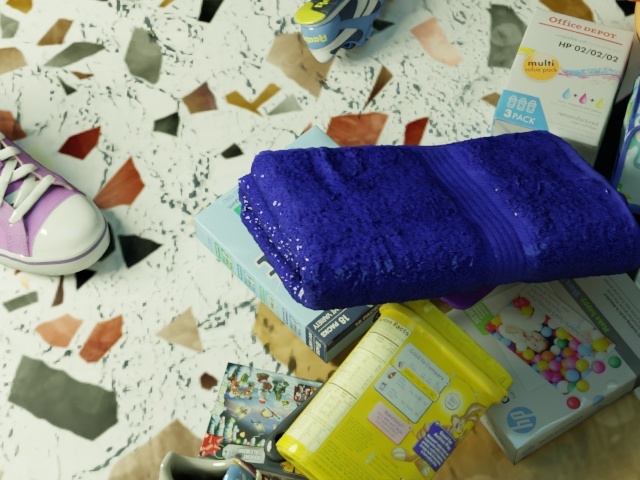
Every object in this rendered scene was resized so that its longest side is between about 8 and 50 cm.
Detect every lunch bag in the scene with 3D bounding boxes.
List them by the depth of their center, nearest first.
[{"bbox_3d":[0.346,-0.086,1.397,0.129,0.096,0.151,15,75,8],"label":"lunch bag"}]

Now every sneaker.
[{"bbox_3d":[-0.050,0.225,1.212,0.186,0.084,0.069,10,46,18],"label":"sneaker"},{"bbox_3d":[-0.325,-0.077,1.375,0.282,0.161,0.102,28,63,16],"label":"sneaker"},{"bbox_3d":[0.031,-0.232,1.518,0.053,0.059,0.144,11,38,44],"label":"sneaker"}]

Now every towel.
[{"bbox_3d":[0.099,-0.029,1.278,0.308,0.076,0.227,-8,26,-17],"label":"towel"}]

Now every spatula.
[{"bbox_3d":[0.058,0.088,1.300,0.084,0.030,0.296,37,72,23],"label":"spatula"}]

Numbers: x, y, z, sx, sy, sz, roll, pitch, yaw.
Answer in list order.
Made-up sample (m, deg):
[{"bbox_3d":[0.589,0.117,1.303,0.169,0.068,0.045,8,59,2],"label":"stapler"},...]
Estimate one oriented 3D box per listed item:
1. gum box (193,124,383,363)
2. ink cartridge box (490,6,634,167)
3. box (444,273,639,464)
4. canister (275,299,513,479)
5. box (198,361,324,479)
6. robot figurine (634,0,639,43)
[{"bbox_3d":[0.000,0.000,1.384,0.157,0.041,0.184,-39,65,-20],"label":"gum box"},{"bbox_3d":[0.242,-0.161,1.458,0.104,0.061,0.181,17,61,11],"label":"ink cartridge box"},{"bbox_3d":[0.207,0.092,1.325,0.186,0.038,0.145,-29,62,-13],"label":"box"},{"bbox_3d":[0.060,0.143,1.231,0.126,0.073,0.170,42,77,-8],"label":"canister"},{"bbox_3d":[-0.028,0.166,1.296,0.137,0.027,0.094,11,62,8],"label":"box"},{"bbox_3d":[0.404,-0.218,1.447,0.219,0.128,0.158,12,59,4],"label":"robot figurine"}]
